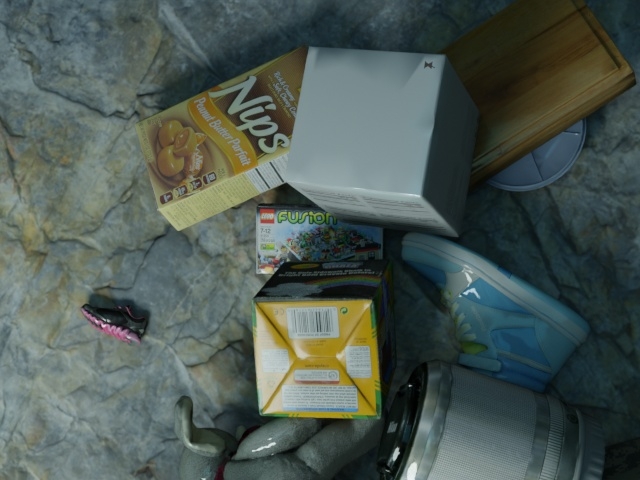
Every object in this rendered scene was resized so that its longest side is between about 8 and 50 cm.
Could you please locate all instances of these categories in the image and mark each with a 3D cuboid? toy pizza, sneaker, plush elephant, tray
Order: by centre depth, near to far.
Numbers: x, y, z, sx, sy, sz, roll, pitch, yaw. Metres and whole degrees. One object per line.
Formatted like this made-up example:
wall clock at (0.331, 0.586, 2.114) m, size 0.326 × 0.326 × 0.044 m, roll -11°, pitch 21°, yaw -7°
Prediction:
plush elephant at (-0.096, 0.353, 1.661) m, size 0.255 × 0.330 × 0.272 m, roll 27°, pitch 124°, yaw 44°
sneaker at (0.226, 0.134, 1.686) m, size 0.319 × 0.127 × 0.208 m, roll 31°, pitch 87°, yaw 14°
tray at (0.256, -0.218, 1.727) m, size 0.411 × 0.076 × 0.203 m, roll -33°, pitch 71°, yaw 11°
toy pizza at (0.319, -0.174, 1.754) m, size 0.201 × 0.032 × 0.201 m, roll -3°, pitch 79°, yaw 17°
sneaker at (-0.340, 0.129, 1.838) m, size 0.119 × 0.047 × 0.057 m, roll 25°, pitch 68°, yaw 11°

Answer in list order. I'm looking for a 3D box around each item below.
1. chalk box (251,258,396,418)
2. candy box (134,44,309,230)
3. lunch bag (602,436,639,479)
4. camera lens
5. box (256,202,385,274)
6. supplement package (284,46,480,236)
chalk box at (0.018, 0.132, 1.656) m, size 0.180 × 0.289 × 0.179 m, roll -1°, pitch 102°, yaw 11°
candy box at (-0.127, -0.166, 1.789) m, size 0.316 × 0.087 × 0.183 m, roll -24°, pitch 60°, yaw 7°
lunch bag at (0.534, 0.417, 1.550) m, size 0.305 × 0.212 × 0.256 m, roll -18°, pitch 110°, yaw 8°
camera lens at (0.229, 0.301, 1.545) m, size 0.274 × 0.219 × 0.219 m, roll 17°, pitch 85°, yaw -2°
box at (0.000, 0.000, 1.776) m, size 0.206 × 0.036 × 0.114 m, roll 1°, pitch 100°, yaw 11°
supplement package at (0.097, -0.136, 1.584) m, size 0.198 × 0.262 × 0.199 m, roll 7°, pitch 81°, yaw 20°
